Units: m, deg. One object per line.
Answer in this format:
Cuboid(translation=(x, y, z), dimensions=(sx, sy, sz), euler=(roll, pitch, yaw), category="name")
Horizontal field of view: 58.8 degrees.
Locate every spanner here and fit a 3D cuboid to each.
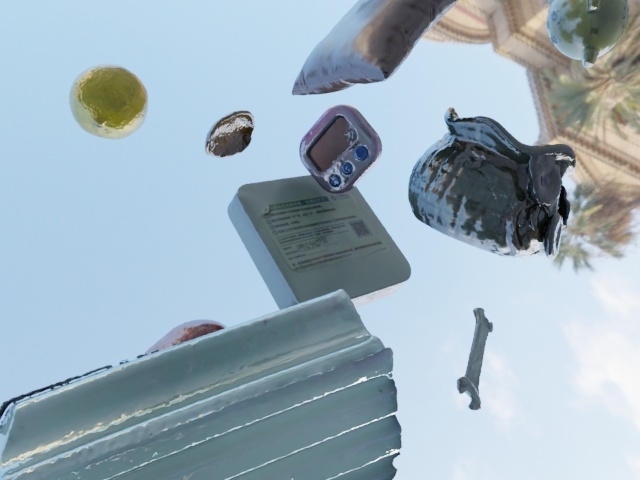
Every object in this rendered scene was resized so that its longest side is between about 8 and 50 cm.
Cuboid(translation=(0.319, 0.232, 1.153), dimensions=(0.071, 0.017, 0.302), euler=(49, -147, -6), category="spanner")

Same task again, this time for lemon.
Cuboid(translation=(-0.506, -0.337, 1.368), dimensions=(0.178, 0.178, 0.203), euler=(25, -141, -23), category="lemon")

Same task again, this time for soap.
Cuboid(translation=(-0.080, 0.144, 0.399), dimensions=(0.262, 0.150, 0.094), euler=(-17, -147, -13), category="soap")

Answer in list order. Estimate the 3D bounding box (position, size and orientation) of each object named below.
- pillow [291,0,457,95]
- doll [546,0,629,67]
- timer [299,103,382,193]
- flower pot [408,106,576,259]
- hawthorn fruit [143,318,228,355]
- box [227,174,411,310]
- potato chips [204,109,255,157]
Cuboid(translation=(0.109, -0.392, 1.063), dimensions=(0.307, 0.305, 0.108), euler=(-50, -62, -15), category="pillow")
Cuboid(translation=(0.588, -0.511, 1.266), dimensions=(0.260, 0.162, 0.177), euler=(-68, -27, -47), category="doll")
Cuboid(translation=(0.052, -0.237, 1.477), dimensions=(0.190, 0.208, 0.069), euler=(52, -148, 9), category="timer")
Cuboid(translation=(0.322, -0.099, 1.036), dimensions=(0.302, 0.213, 0.302), euler=(19, -165, -5), category="flower pot")
Cuboid(translation=(-0.255, 0.304, 1.201), dimensions=(0.284, 0.284, 0.284), euler=(17, -122, -28), category="hawthorn fruit")
Cuboid(translation=(0.000, 0.000, 1.490), dimensions=(0.396, 0.111, 0.396), euler=(-12, -119, -39), category="box")
Cuboid(translation=(-0.250, -0.295, 1.549), dimensions=(0.049, 0.150, 0.202), euler=(32, -150, 14), category="potato chips")
